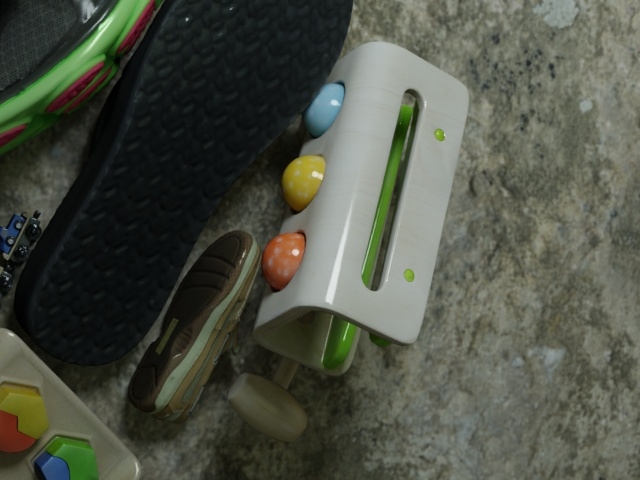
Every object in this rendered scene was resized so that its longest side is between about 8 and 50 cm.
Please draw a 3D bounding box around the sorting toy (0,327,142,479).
[{"bbox_3d":[-0.281,0.210,1.629,0.193,0.038,0.208,-46,120,-11],"label":"sorting toy"}]

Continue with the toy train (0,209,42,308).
[{"bbox_3d":[-0.293,0.040,1.625,0.036,0.027,0.158,29,85,-12],"label":"toy train"}]

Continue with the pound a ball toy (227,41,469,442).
[{"bbox_3d":[0.000,0.000,1.661,0.135,0.208,0.319,27,61,-22],"label":"pound a ball toy"}]

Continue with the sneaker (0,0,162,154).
[{"bbox_3d":[-0.209,-0.282,1.565,0.202,0.185,0.483,30,81,-4],"label":"sneaker"}]

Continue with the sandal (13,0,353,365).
[{"bbox_3d":[-0.138,-0.100,1.633,0.167,0.107,0.446,31,97,-37],"label":"sandal"}]

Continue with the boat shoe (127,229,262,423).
[{"bbox_3d":[-0.103,0.082,1.695,0.072,0.068,0.190,31,94,-35],"label":"boat shoe"}]
